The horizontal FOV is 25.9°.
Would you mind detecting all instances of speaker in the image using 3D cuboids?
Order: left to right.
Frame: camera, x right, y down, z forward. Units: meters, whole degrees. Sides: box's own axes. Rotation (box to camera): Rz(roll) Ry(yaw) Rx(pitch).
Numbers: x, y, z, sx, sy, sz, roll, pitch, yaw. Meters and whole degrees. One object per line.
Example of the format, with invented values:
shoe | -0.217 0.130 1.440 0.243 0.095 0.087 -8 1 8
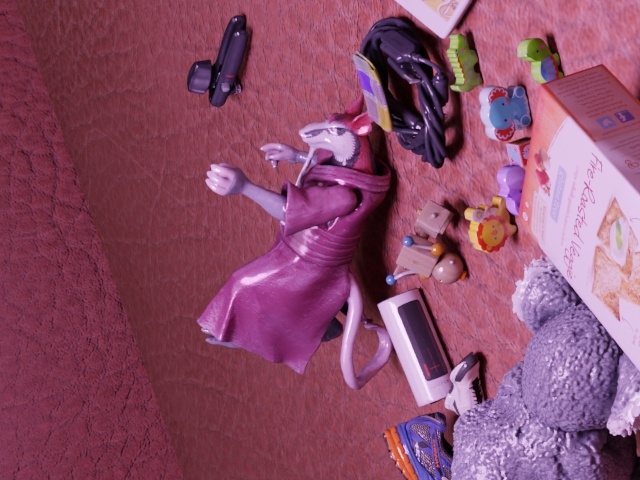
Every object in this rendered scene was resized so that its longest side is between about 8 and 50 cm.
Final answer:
speaker | 0.118 0.129 1.670 0.136 0.055 0.055 69 160 6

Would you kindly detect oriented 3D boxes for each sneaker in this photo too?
sneaker | 0.167 0.301 1.666 0.221 0.087 0.083 54 -177 -2
sneaker | 0.173 0.169 1.598 0.044 0.040 0.109 40 151 26

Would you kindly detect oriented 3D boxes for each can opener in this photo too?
can opener | -0.135 -0.251 1.985 0.186 0.073 0.059 -50 53 57

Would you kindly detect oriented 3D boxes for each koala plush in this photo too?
koala plush | 0.222 0.137 1.200 0.196 0.203 0.221 56 151 34

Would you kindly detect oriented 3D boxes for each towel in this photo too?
towel | 0.057 -0.160 1.509 0.060 0.009 0.083 51 162 53

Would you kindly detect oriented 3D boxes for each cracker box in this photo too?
cracker box | 0.246 -0.004 1.077 0.232 0.067 0.155 56 157 38

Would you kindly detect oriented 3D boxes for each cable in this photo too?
cable | 0.095 -0.159 1.488 0.184 0.047 0.150 45 157 58

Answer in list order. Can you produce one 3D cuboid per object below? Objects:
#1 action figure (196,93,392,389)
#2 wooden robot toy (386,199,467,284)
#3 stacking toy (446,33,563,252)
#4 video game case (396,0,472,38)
action figure | 0.000 0.000 1.664 0.276 0.248 0.370 32 123 8
wooden robot toy | 0.133 0.011 1.541 0.079 0.076 0.173 30 151 6
stacking toy | 0.178 -0.086 1.312 0.167 0.052 0.221 17 124 66
video game case | 0.074 -0.308 1.284 0.206 0.026 0.227 39 156 3
